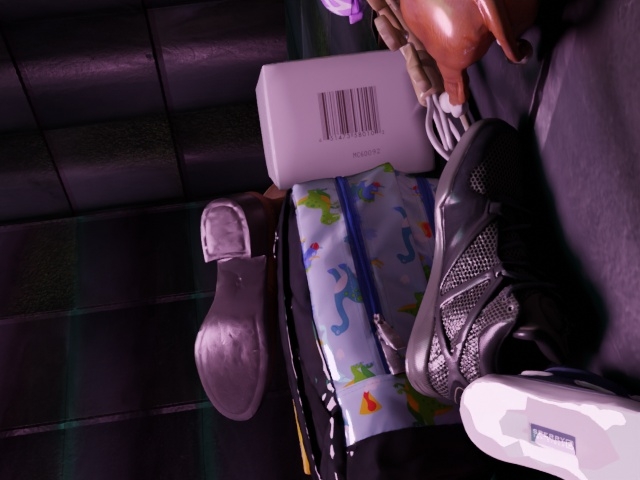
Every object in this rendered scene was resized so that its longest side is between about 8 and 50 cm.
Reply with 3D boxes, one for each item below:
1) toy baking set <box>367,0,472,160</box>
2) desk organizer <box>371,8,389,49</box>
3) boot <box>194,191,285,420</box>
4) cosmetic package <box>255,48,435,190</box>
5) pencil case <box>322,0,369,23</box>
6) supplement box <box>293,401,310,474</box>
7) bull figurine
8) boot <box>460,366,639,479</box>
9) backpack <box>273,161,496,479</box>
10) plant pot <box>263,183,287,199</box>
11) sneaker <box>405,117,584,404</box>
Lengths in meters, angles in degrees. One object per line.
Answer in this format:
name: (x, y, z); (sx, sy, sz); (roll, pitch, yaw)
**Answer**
toy baking set: (0.088, -0.151, 0.706); (0.256, 0.030, 0.196); (54, -158, -18)
desk organizer: (0.083, -0.292, 0.945); (0.047, 0.050, 0.130); (90, 171, -55)
boot: (-0.054, 0.064, 0.982); (0.280, 0.096, 0.264); (-12, -86, -68)
cosmetic package: (0.017, -0.163, 1.067); (0.365, 0.197, 0.155); (-124, 26, -82)
pencil case: (0.042, -0.405, 1.091); (0.088, 0.086, 0.206); (56, 168, 18)
supplement box: (0.045, 0.184, 1.253); (0.195, 0.194, 0.356); (-104, 8, -49)
bull figurine: (0.071, -0.242, 0.561); (0.188, 0.101, 0.310); (44, -152, -69)
boot: (0.177, 0.111, 0.451); (0.190, 0.086, 0.069); (16, 108, 54)
backpack: (0.064, 0.094, 0.803); (0.290, 0.274, 0.355); (74, 170, -62)
plant pot: (0.000, 0.000, 1.609); (0.230, 0.216, 0.215); (-127, 27, -52)
sneaker: (0.144, 0.016, 0.590); (0.130, 0.087, 0.227); (2, 76, 55)
